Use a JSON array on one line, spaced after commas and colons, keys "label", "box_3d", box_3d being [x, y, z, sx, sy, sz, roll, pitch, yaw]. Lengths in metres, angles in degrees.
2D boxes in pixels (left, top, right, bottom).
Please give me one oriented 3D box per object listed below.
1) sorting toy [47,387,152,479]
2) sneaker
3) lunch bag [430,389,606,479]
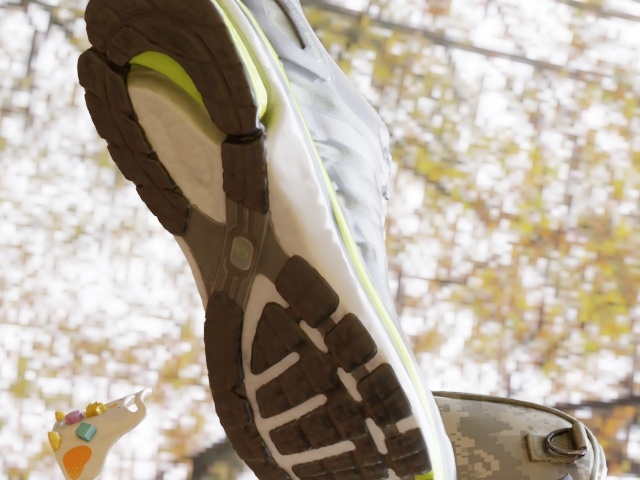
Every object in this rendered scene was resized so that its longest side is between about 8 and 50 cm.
[{"label": "sorting toy", "box_3d": [-0.157, 0.135, 1.443, 0.075, 0.045, 0.083, -30, -165, 7]}, {"label": "sneaker", "box_3d": [0.000, 0.000, 0.920, 0.111, 0.121, 0.300, -11, -74, 36]}, {"label": "lunch bag", "box_3d": [0.091, 0.263, 1.508, 0.212, 0.256, 0.305, -94, 178, -50]}]
